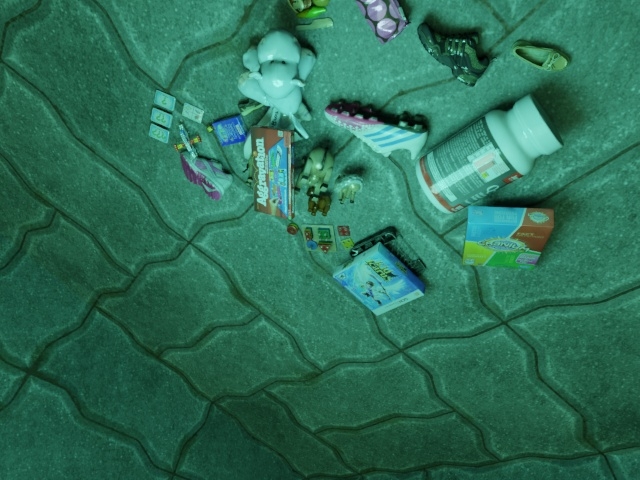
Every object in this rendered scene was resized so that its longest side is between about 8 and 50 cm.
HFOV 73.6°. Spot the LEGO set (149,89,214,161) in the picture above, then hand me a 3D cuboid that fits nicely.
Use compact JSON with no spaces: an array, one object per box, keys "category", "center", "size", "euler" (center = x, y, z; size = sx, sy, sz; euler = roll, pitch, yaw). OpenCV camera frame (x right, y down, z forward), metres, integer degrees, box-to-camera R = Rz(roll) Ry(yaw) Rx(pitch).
[{"category":"LEGO set","center":[-0.508,-0.408,1.547],"size":[0.245,0.060,0.182],"euler":[25,118,2]}]

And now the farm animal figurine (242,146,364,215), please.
[{"category":"farm animal figurine","center":[-0.057,-0.232,1.450],"size":[0.331,0.172,0.327],"euler":[25,158,-29]}]

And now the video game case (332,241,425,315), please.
[{"category":"video game case","center":[0.227,0.159,1.669],"size":[0.269,0.061,0.244],"euler":[41,129,-18]}]

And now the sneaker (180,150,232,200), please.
[{"category":"sneaker","center":[-0.434,-0.261,1.637],"size":[0.252,0.111,0.103],"euler":[41,146,13]}]

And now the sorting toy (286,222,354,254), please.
[{"category":"sorting toy","center":[0.000,0.000,1.722],"size":[0.275,0.046,0.132],"euler":[3,128,17]}]

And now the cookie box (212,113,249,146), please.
[{"category":"cookie box","center":[-0.316,-0.392,1.524],"size":[0.107,0.040,0.091],"euler":[-6,124,24]}]

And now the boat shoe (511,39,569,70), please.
[{"category":"boat shoe","center":[0.580,-0.483,1.129],"size":[0.153,0.048,0.056],"euler":[24,131,0]}]

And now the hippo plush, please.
[{"category":"hippo plush","center":[-0.144,-0.465,1.214],"size":[0.235,0.236,0.293],"euler":[8,96,5]}]

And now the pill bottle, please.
[{"category":"pill bottle","center":[0.481,-0.245,1.247],"size":[0.363,0.210,0.210],"euler":[-32,112,36]}]

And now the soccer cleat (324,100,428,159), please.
[{"category":"soccer cleat","center":[0.166,-0.337,1.348],"size":[0.332,0.116,0.143],"euler":[15,130,7]}]

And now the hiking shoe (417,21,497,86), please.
[{"category":"hiking shoe","center":[0.366,-0.528,1.161],"size":[0.227,0.086,0.114],"euler":[34,117,-16]}]

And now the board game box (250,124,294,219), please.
[{"category":"board game box","center":[-0.148,-0.211,1.338],"size":[0.145,0.027,0.281],"euler":[15,120,25]}]

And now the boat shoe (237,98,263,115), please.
[{"category":"boat shoe","center":[-0.217,-0.464,1.422],"size":[0.152,0.056,0.049],"euler":[-21,123,32]}]

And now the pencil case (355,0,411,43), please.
[{"category":"pencil case","center":[0.152,-0.638,1.132],"size":[0.209,0.095,0.098],"euler":[49,162,-22]}]

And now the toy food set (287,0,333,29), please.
[{"category":"toy food set","center":[-0.038,-0.688,1.191],"size":[0.133,0.038,0.192],"euler":[1,127,19]}]

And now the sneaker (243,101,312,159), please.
[{"category":"sneaker","center":[-0.152,-0.356,1.445],"size":[0.152,0.114,0.305],"euler":[40,129,-13]}]

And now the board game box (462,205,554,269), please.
[{"category":"board game box","center":[0.601,-0.003,1.410],"size":[0.243,0.064,0.316],"euler":[3,154,17]}]

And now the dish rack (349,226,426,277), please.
[{"category":"dish rack","center":[0.270,0.078,1.671],"size":[0.208,0.074,0.271],"euler":[-27,116,36]}]
